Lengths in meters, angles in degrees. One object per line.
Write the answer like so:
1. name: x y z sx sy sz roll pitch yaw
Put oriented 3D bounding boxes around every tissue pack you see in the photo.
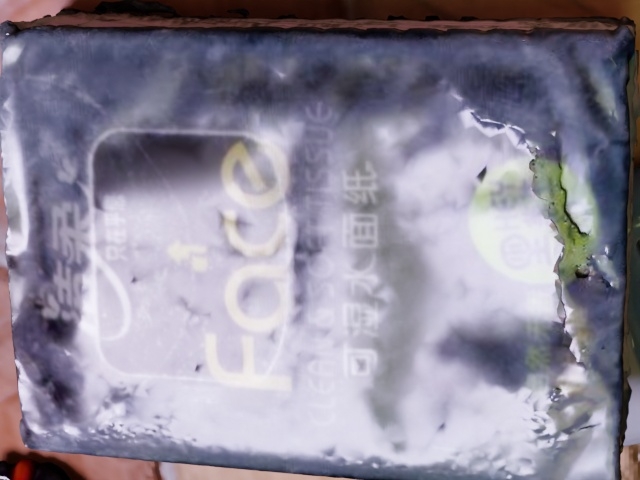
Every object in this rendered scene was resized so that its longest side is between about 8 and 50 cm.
1. tissue pack: 0.000 0.000 0.563 0.236 0.073 0.173 4 102 15

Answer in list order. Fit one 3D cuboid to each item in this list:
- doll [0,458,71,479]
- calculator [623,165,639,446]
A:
1. doll: -0.099 0.188 0.721 0.249 0.088 0.127 28 122 -2
2. calculator: 0.092 0.037 0.619 0.210 0.039 0.121 -14 118 19
